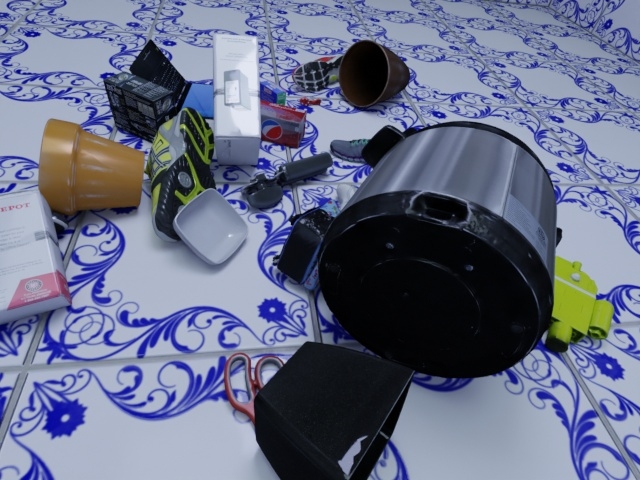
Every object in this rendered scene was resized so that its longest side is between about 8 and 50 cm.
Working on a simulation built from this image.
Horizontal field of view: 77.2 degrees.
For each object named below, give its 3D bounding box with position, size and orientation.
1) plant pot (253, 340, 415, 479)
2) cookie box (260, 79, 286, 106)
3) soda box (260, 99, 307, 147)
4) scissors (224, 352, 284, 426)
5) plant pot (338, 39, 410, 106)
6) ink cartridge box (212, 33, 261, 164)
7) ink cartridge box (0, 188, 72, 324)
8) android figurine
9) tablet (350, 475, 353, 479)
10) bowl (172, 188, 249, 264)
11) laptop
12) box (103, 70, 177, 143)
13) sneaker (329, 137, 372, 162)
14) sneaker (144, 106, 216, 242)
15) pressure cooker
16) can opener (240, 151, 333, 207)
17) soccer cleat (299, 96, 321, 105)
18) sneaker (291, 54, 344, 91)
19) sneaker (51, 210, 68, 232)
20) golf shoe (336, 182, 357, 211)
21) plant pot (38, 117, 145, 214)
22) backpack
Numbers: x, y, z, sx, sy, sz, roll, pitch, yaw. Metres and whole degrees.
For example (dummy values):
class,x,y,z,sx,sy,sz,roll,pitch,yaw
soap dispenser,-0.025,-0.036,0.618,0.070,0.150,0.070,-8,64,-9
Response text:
class,x,y,z,sx,sy,sz,roll,pitch,yaw
plant pot,0.007,0.261,0.582,0.167,0.188,0.187,26,42,24
cookie box,-0.155,-0.445,1.292,0.040,0.107,0.092,-30,58,-32
soda box,-0.180,-0.367,1.222,0.264,0.092,0.083,15,46,4
scissors,-0.088,0.312,0.633,0.109,0.021,0.296,0,48,-21
plant pot,0.222,-0.601,1.459,0.215,0.215,0.231,41,39,27
ink cartridge box,-0.219,-0.356,1.054,0.115,0.198,0.272,-1,81,-11
ink cartridge box,-0.567,0.031,0.725,0.159,0.092,0.217,-16,75,-23
android figurine,0.518,0.117,0.900,0.248,0.056,0.273,32,51,21
tablet,0.022,0.383,0.588,0.054,0.006,0.083,10,45,-5
bowl,-0.243,-0.025,0.876,0.142,0.053,0.142,50,45,-16
laptop,-0.438,-0.521,1.296,0.137,0.264,0.234,-23,42,20
box,-0.501,-0.370,1.133,0.180,0.147,0.077,25,48,15
sneaker,0.141,-0.284,1.192,0.224,0.098,0.083,16,46,6
sneaker,-0.351,-0.151,0.981,0.147,0.145,0.384,-21,51,22
pressure cooker,0.236,-0.011,0.745,0.376,0.369,0.420,7,39,27
can opener,-0.085,-0.162,1.069,0.281,0.074,0.093,-28,91,-29
soccer cleat,-0.038,-0.494,1.417,0.084,0.029,0.035,-8,39,-21
sneaker,-0.014,-0.640,1.533,0.119,0.107,0.279,23,41,38
sneaker,-0.646,-0.003,0.821,0.235,0.084,0.097,-7,72,-14
golf shoe,0.069,-0.080,1.008,0.086,0.069,0.176,-18,51,-17
plant pot,-0.503,-0.153,0.904,0.188,0.205,0.205,5,44,-26
backpack,0.000,0.000,0.864,0.117,0.158,0.173,36,39,13
